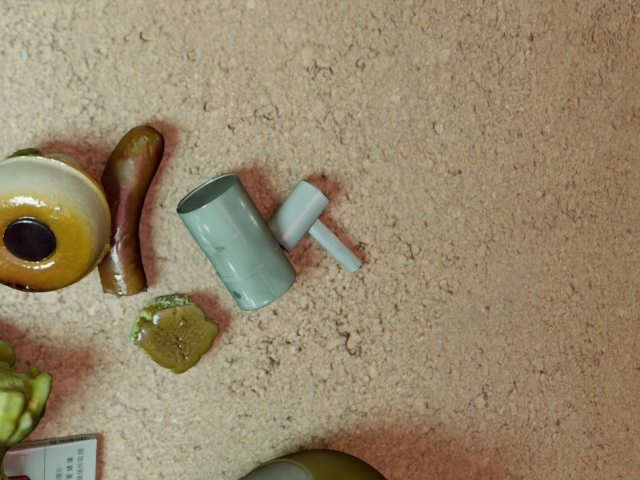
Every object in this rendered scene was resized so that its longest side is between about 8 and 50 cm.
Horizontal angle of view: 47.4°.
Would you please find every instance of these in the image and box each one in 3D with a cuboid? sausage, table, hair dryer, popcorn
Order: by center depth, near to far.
[{"bbox_3d":[-0.532,0.261,1.065,0.237,0.293,0.293,25,84,7],"label":"popcorn"},{"bbox_3d":[-0.325,-0.043,1.223,0.102,0.076,0.303,2,99,-38],"label":"sausage"},{"bbox_3d":[-0.147,0.004,1.305,0.126,0.126,0.220,-38,115,-19],"label":"table"},{"bbox_3d":[0.000,0.000,1.438,0.131,0.073,0.236,-54,129,-10],"label":"hair dryer"}]

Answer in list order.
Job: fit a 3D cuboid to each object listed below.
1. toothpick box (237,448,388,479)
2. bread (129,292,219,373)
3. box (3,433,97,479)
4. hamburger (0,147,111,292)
[{"bbox_3d":[-0.019,0.598,1.324,0.425,0.408,0.409,-24,110,-30],"label":"toothpick box"},{"bbox_3d":[-0.260,0.161,1.301,0.140,0.069,0.128,43,76,-30],"label":"bread"},{"bbox_3d":[-0.503,0.407,1.222,0.245,0.035,0.139,1,98,-31],"label":"box"},{"bbox_3d":[-0.431,-0.023,1.117,0.236,0.147,0.237,-3,117,-7],"label":"hamburger"}]
